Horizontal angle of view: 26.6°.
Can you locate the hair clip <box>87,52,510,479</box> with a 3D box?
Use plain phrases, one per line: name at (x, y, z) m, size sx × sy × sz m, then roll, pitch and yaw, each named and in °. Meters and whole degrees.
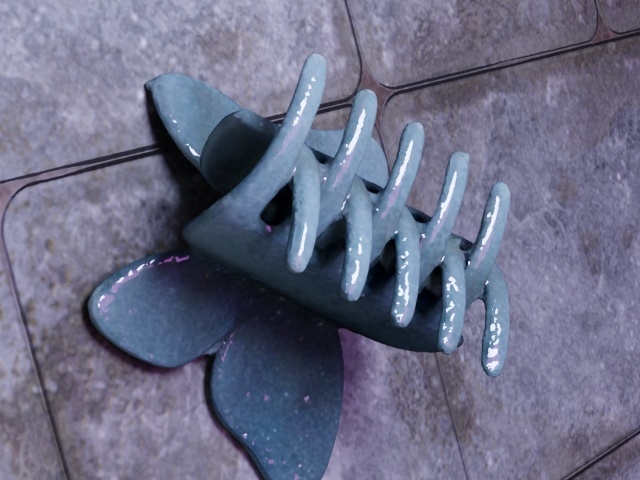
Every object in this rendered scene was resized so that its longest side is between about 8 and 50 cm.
hair clip at (0.000, 0.000, 1.211) m, size 0.318 × 0.238 × 0.392 m, roll 32°, pitch 62°, yaw -35°
